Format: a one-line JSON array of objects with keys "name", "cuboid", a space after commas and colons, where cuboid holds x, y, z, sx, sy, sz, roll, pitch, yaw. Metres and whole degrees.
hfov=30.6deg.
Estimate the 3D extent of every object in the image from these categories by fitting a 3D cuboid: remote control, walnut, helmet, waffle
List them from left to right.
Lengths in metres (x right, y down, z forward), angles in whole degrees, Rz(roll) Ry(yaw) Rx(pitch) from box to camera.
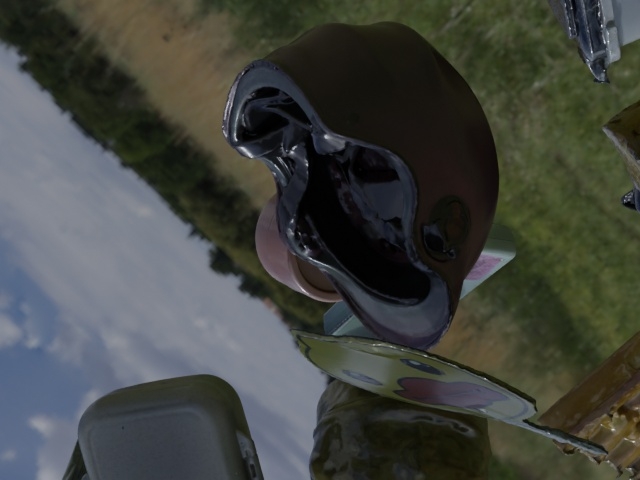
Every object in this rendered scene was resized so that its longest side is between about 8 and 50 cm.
[{"name": "helmet", "cuboid": [0.067, -0.075, 1.185, 0.338, 0.197, 0.271, 55, 156, -17]}, {"name": "walnut", "cuboid": [0.122, 0.323, 1.779, 0.282, 0.276, 0.253, -84, -6, -69]}, {"name": "remote control", "cuboid": [0.130, 0.063, 1.622, 0.344, 0.145, 0.050, 133, 135, -55]}, {"name": "waffle", "cuboid": [0.514, 0.222, 1.687, 0.348, 0.304, 0.077, 29, -159, -45]}]

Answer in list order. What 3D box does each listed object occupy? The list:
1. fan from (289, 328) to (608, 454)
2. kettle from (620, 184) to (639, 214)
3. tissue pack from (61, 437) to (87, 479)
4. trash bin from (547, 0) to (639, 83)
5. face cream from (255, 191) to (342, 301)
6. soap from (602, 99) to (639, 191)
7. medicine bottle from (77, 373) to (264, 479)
[{"name": "fan", "cuboid": [0.122, 0.140, 1.058, 0.335, 0.011, 0.229, 22, 163, -16]}, {"name": "kettle", "cuboid": [0.726, -0.116, 2.264, 0.250, 0.271, 0.207, 31, 144, 33]}, {"name": "tissue pack", "cuboid": [-0.357, 0.396, 1.795, 0.123, 0.026, 0.193, 56, -156, -27]}, {"name": "trash bin", "cuboid": [0.552, -0.461, 1.900, 0.256, 0.367, 0.296, -101, -8, -54]}, {"name": "face cream", "cuboid": [0.000, 0.000, 1.558, 0.149, 0.149, 0.104, 43, 170, -27]}, {"name": "soap", "cuboid": [0.568, -0.137, 1.469, 0.156, 0.335, 0.293, 52, -174, -37]}, {"name": "medicine bottle", "cuboid": [-0.205, 0.392, 1.740, 0.123, 0.282, 0.375, -43, -60, -73]}]
